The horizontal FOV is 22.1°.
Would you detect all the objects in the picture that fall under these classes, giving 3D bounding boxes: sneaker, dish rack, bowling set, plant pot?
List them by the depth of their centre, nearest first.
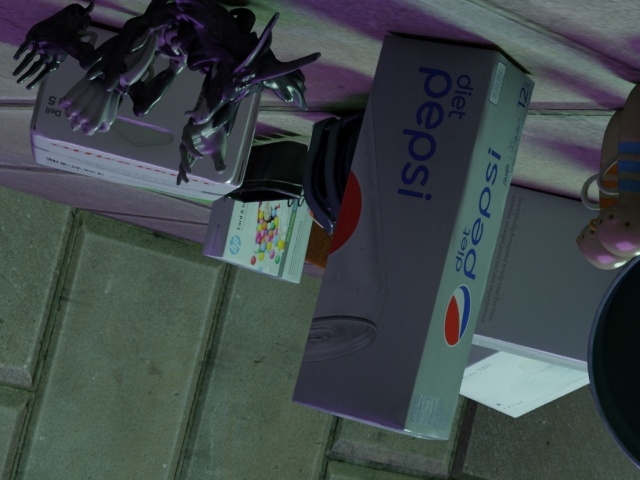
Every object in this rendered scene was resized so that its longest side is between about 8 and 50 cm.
[{"bbox_3d":[0.263,-0.029,1.168,0.287,0.154,0.200,8,173,45],"label":"bowling set"},{"bbox_3d":[0.041,-0.061,1.588,0.127,0.126,0.321,7,176,8],"label":"sneaker"},{"bbox_3d":[0.421,0.088,1.601,0.293,0.293,0.196,12,-158,14],"label":"plant pot"},{"bbox_3d":[0.036,-0.057,1.966,0.271,0.074,0.208,15,176,-20],"label":"dish rack"}]

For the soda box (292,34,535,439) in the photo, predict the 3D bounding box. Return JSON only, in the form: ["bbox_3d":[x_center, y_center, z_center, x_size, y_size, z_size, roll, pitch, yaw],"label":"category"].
[{"bbox_3d":[0.071,-0.002,1.227,0.098,0.286,0.091,13,176,27],"label":"soda box"}]

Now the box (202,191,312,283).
[{"bbox_3d":[-0.075,-0.032,2.144,0.038,0.145,0.186,7,172,34],"label":"box"}]

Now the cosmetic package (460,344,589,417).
[{"bbox_3d":[0.299,0.133,2.375,0.224,0.138,0.225,-30,144,28],"label":"cosmetic package"}]

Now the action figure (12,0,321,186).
[{"bbox_3d":[-0.120,-0.122,1.282,0.164,0.141,0.276,32,167,-37],"label":"action figure"}]

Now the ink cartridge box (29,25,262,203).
[{"bbox_3d":[-0.174,-0.118,1.597,0.198,0.115,0.273,14,175,-9],"label":"ink cartridge box"}]

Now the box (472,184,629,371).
[{"bbox_3d":[0.276,0.049,1.866,0.182,0.181,0.119,14,173,7],"label":"box"}]

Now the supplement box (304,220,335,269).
[{"bbox_3d":[0.000,0.000,2.476,0.078,0.080,0.233,18,-177,-43],"label":"supplement box"}]
